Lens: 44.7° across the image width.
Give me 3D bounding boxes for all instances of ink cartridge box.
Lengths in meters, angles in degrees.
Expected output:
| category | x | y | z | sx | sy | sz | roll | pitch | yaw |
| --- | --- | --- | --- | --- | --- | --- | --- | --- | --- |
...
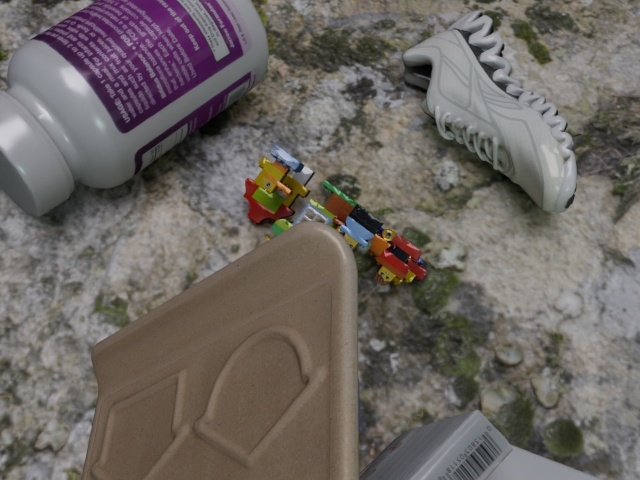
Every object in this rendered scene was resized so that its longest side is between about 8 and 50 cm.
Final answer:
| category | x | y | z | sx | sy | sz | roll | pitch | yaw |
| --- | --- | --- | --- | --- | --- | --- | --- | --- | --- |
| ink cartridge box | 0.055 | 0.207 | 0.616 | 0.145 | 0.179 | 0.045 | -38 | 82 | -24 |

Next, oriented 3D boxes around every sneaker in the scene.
| category | x | y | z | sx | sy | sz | roll | pitch | yaw |
| --- | --- | --- | --- | --- | --- | --- | --- | --- | --- |
| sneaker | 0.188 | -0.136 | 0.884 | 0.118 | 0.110 | 0.292 | -19 | 54 | -7 |

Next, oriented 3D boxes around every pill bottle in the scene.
| category | x | y | z | sx | sy | sz | roll | pitch | yaw |
| --- | --- | --- | --- | --- | --- | --- | --- | --- | --- |
| pill bottle | -0.212 | -0.161 | 0.816 | 0.169 | 0.169 | 0.301 | 40 | 63 | 18 |

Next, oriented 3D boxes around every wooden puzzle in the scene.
| category | x | y | z | sx | sy | sz | roll | pitch | yaw |
| --- | --- | --- | --- | --- | --- | --- | --- | --- | --- |
| wooden puzzle | -0.078 | 0.200 | 0.564 | 0.080 | 0.322 | 0.348 | 26 | 49 | -37 |

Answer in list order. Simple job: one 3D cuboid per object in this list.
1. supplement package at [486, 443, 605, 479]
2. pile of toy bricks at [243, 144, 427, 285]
| category | x | y | z | sx | sy | sz | roll | pitch | yaw |
| --- | --- | --- | --- | --- | --- | --- | --- | --- | --- |
| supplement package | 0.198 | 0.253 | 0.637 | 0.179 | 0.105 | 0.105 | 20 | 59 | 6 |
| pile of toy bricks | 0.000 | 0.000 | 0.787 | 0.212 | 0.118 | 0.105 | 36 | 94 | 6 |
